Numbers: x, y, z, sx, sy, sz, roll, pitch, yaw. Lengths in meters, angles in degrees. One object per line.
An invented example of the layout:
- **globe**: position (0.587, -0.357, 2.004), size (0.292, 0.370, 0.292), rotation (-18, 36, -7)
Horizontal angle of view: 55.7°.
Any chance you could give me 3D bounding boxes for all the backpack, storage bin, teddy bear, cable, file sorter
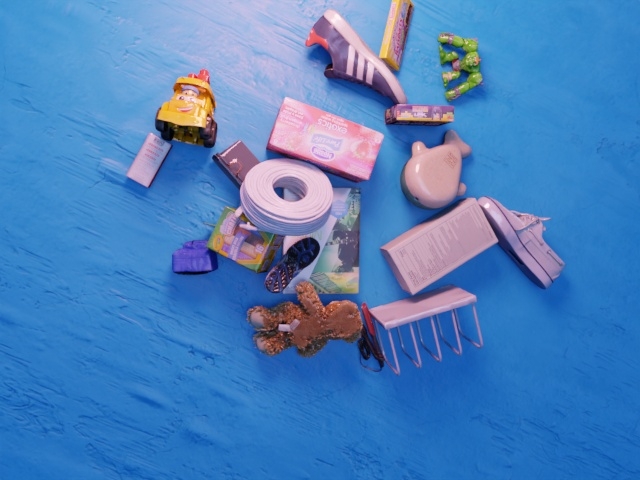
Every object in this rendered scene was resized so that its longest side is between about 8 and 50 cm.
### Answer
- **backpack**: position (-0.365, 0.050, 1.740), size (0.120, 0.098, 0.101), rotation (-7, 86, 5)
- **storage bin**: position (-0.232, -0.222, 1.744), size (0.091, 0.098, 0.135), rotation (-45, 99, -13)
- **teddy bear**: position (-0.048, 0.240, 1.780), size (0.338, 0.113, 0.245), rotation (-26, 103, 9)
- **cable**: position (-0.092, -0.125, 1.667), size (0.257, 0.089, 0.257), rotation (12, 48, -4)
- **file sorter**: position (0.316, 0.264, 1.802), size (0.278, 0.193, 0.172), rotation (-16, 99, -6)

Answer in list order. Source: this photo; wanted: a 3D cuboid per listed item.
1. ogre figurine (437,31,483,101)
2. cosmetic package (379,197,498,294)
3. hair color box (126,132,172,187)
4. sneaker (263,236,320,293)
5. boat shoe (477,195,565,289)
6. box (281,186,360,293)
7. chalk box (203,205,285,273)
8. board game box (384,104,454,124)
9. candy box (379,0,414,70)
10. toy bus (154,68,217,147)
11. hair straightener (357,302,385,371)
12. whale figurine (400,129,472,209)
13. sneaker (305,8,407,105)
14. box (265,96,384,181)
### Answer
- **ogre figurine**: position (0.420, -0.529, 1.814), size (0.118, 0.097, 0.196), rotation (-9, 80, 10)
- **cosmetic package**: position (0.356, 0.014, 1.829), size (0.310, 0.113, 0.160), rotation (-30, 97, -4)
- **hair color box**: position (-0.487, -0.228, 1.727), size (0.072, 0.043, 0.141), rotation (30, 90, -9)
- **sneaker**: position (-0.088, 0.067, 1.736), size (0.211, 0.081, 0.080), rotation (-42, 97, -20)
- **boat shoe**: position (0.633, -0.026, 1.855), size (0.156, 0.136, 0.367), rotation (-44, 101, -3)
- **box**: position (0.000, 0.000, 1.805), size (0.233, 0.058, 0.321), rotation (0, 95, -8)
- **chalk box**: position (-0.228, -0.013, 1.718), size (0.213, 0.132, 0.132), rotation (28, 94, 8)
- **board game box**: position (0.288, -0.367, 1.778), size (0.171, 0.141, 0.048), rotation (0, 94, -9)
- **candy box**: position (0.224, -0.613, 1.770), size (0.027, 0.105, 0.205), rotation (12, 89, 32)
- **toy bus**: position (-0.350, -0.374, 1.654), size (0.150, 0.220, 0.211), rotation (11, 86, -4)
- **hair straightener**: position (0.135, 0.305, 1.859), size (0.089, 0.047, 0.230), rotation (-16, 105, 23)
- **whale figurine**: position (0.345, -0.209, 1.820), size (0.216, 0.141, 0.272), rotation (41, 63, -9)
- **sneaker**: position (0.100, -0.497, 1.764), size (0.148, 0.131, 0.350), rotation (-42, 104, 17)
- **box**: position (0.009, -0.282, 1.736), size (0.300, 0.154, 0.142), rotation (19, 88, -10)
